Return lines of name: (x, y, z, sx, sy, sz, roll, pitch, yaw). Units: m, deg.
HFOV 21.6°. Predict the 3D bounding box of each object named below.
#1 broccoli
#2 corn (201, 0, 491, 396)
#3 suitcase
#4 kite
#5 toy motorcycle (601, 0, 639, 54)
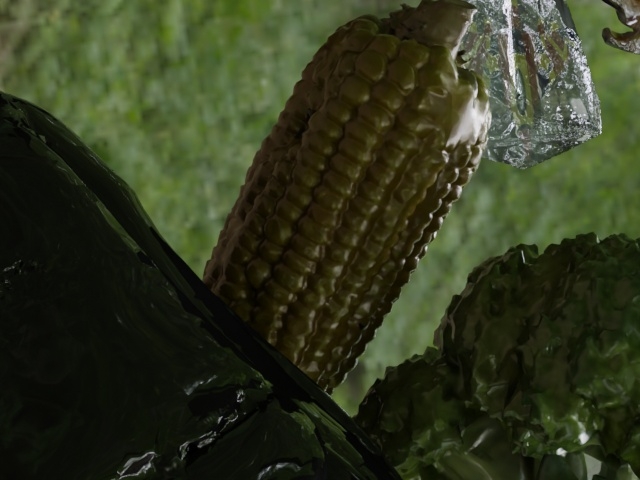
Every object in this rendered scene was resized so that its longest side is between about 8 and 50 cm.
broccoli: (0.092, 0.139, 0.805, 0.254, 0.186, 0.302, -149, -97, -81)
corn: (0.000, 0.000, 0.793, 0.261, 0.097, 0.097, -60, -163, 12)
suitcase: (-0.158, 0.130, 0.643, 0.339, 0.345, 0.188, 45, -47, 12)
kite: (0.093, -0.159, 0.887, 0.015, 0.141, 0.245, -10, -91, 42)
toy motorcycle: (0.275, -0.017, 0.683, 0.207, 0.401, 0.134, -38, -130, 42)
